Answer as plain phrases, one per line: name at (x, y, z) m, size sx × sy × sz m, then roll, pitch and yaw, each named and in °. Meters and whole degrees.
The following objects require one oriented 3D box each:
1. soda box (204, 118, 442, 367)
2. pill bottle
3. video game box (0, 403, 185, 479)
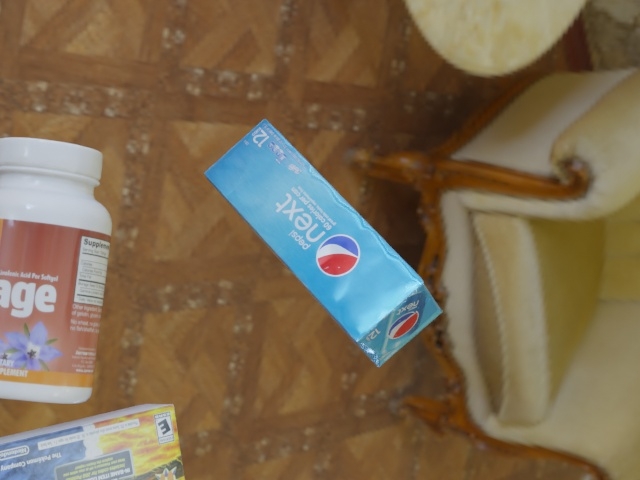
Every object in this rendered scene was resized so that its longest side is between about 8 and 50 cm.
soda box at (0.000, 0.000, 1.061) m, size 0.071 × 0.210 × 0.067 m, roll -42°, pitch 150°, yaw -3°
pill bottle at (-0.243, 0.026, 1.122) m, size 0.121 × 0.121 × 0.216 m, roll 13°, pitch 81°, yaw -57°
video game box at (-0.198, 0.243, 1.076) m, size 0.205 × 0.048 × 0.187 m, roll -9°, pitch 92°, yaw -43°
